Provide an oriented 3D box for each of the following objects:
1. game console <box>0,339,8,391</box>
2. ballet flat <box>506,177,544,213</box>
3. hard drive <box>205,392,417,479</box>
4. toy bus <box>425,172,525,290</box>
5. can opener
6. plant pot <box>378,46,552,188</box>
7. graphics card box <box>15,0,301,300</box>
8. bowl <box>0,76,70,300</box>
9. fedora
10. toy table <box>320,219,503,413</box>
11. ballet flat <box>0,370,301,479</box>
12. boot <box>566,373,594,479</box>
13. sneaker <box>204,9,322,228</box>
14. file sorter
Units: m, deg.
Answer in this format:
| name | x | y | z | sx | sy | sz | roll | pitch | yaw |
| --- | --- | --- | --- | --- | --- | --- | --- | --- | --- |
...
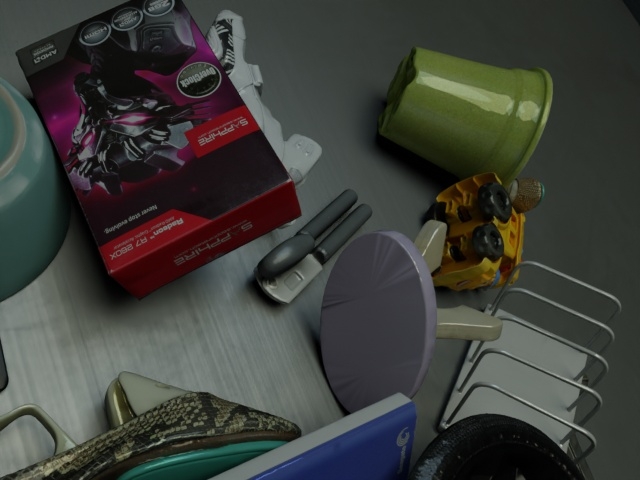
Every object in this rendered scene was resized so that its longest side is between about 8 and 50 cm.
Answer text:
| name | x | y | z | sx | sy | sz | roll | pitch | yaw |
| --- | --- | --- | --- | --- | --- | --- | --- | --- | --- |
| game console | -0.406 | 0.106 | 0.573 | 0.144 | 0.085 | 0.124 | -10 | 70 | -35 |
| ballet flat | 0.376 | -0.092 | 1.133 | 0.067 | 0.206 | 0.073 | 11 | 88 | -4 |
| hard drive | -0.024 | 0.318 | 0.639 | 0.319 | 0.040 | 0.210 | -12 | 115 | -36 |
| toy bus | 0.307 | 0.020 | 1.054 | 0.211 | 0.150 | 0.220 | 40 | 50 | -28 |
| can opener | 0.000 | 0.000 | 0.895 | 0.074 | 0.093 | 0.280 | 47 | 45 | 0 |
| plant pot | 0.262 | -0.252 | 1.111 | 0.254 | 0.276 | 0.276 | 20 | 54 | -8 |
| graphics card box | -0.212 | -0.141 | 0.719 | 0.233 | 0.094 | 0.370 | -28 | 67 | -7 |
| bowl | -0.433 | -0.087 | 0.619 | 0.312 | 0.163 | 0.311 | 15 | 56 | -24 |
| fedora | 0.202 | 0.388 | 0.709 | 0.334 | 0.152 | 0.333 | 15 | 56 | -23 |
| toy table | 0.115 | 0.108 | 0.821 | 0.252 | 0.274 | 0.161 | 33 | 30 | 32 |
| ballet flat | -0.249 | 0.235 | 0.570 | 0.483 | 0.164 | 0.182 | -14 | 52 | -35 |
| boot | 0.435 | 0.350 | 0.973 | 0.190 | 0.076 | 0.208 | -14 | 64 | -22 |
| sneaker | -0.115 | -0.188 | 0.899 | 0.210 | 0.137 | 0.365 | 18 | 61 | -24 |
| file sorter | 0.341 | 0.201 | 0.895 | 0.193 | 0.173 | 0.277 | 25 | 50 | 13 |
